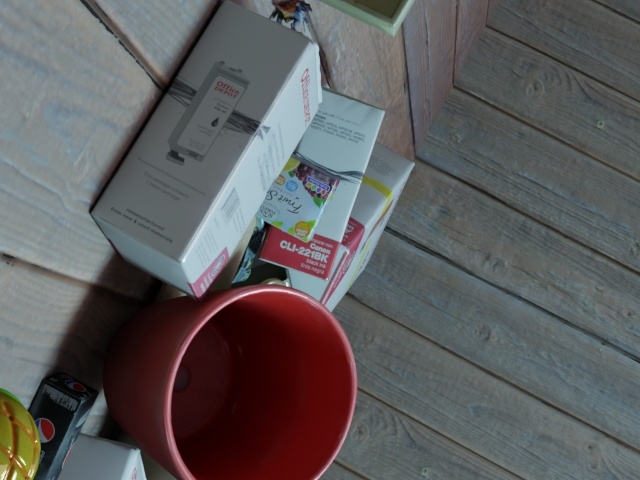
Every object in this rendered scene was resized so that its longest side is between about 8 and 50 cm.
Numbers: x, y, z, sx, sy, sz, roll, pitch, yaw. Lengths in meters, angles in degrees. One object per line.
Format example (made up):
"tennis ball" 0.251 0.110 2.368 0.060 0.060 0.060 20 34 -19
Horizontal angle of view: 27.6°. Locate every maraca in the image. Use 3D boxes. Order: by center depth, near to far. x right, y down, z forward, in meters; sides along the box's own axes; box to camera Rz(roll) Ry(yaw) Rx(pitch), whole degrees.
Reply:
"maraca" -0.329 0.205 1.189 0.185 0.099 0.127 -26 104 -54

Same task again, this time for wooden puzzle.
"wooden puzzle" -0.186 0.078 1.828 0.221 0.044 0.239 -32 145 -59

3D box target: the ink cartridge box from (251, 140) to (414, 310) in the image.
"ink cartridge box" 0.000 0.000 2.331 0.279 0.160 0.385 -65 172 33

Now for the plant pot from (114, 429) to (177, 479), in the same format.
"plant pot" -0.204 0.379 1.926 0.334 0.333 0.306 91 17 -73

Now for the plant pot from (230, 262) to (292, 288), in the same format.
"plant pot" -0.089 0.103 2.104 0.109 0.109 0.096 -103 172 -70

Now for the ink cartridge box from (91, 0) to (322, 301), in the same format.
"ink cartridge box" -0.118 -0.094 1.453 0.283 0.117 0.207 -60 171 -12

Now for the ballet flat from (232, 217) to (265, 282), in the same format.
"ballet flat" -0.127 0.005 1.950 0.070 0.070 0.188 -55 165 -41

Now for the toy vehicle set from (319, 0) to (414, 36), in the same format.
"toy vehicle set" 0.075 -0.390 1.522 0.267 0.166 0.035 -61 172 -8

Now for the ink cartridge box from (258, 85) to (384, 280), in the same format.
"ink cartridge box" -0.001 -0.086 1.998 0.197 0.114 0.273 -161 -92 -88

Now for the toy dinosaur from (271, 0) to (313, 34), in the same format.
"toy dinosaur" -0.032 -0.289 1.645 0.090 0.047 0.082 90 9 -51

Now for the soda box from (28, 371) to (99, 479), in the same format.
"soda box" -0.322 0.240 1.509 0.169 0.053 0.060 -63 172 8

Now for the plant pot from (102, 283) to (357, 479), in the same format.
"plant pot" -0.132 0.180 1.622 0.243 0.275 0.275 3 -122 55

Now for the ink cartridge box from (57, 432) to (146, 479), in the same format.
"ink cartridge box" -0.318 0.397 1.644 0.198 0.114 0.273 101 5 -66

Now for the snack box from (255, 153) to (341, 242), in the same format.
"snack box" -0.057 -0.074 1.820 0.100 0.141 0.037 -64 173 13

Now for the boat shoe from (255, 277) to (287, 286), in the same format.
"boat shoe" -0.104 0.215 1.810 0.110 0.121 0.341 -37 -137 56
